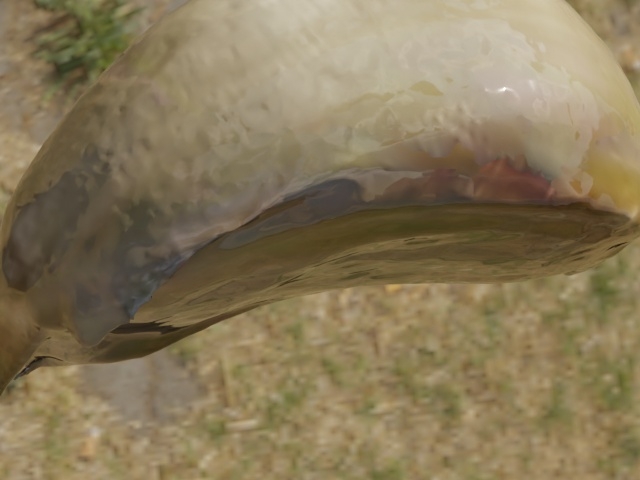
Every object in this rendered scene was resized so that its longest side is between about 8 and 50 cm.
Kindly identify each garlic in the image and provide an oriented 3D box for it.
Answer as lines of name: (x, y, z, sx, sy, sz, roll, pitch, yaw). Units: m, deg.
garlic: (-0.011, -0.008, 0.805, 0.338, 0.151, 0.196, -20, 128, -19)
